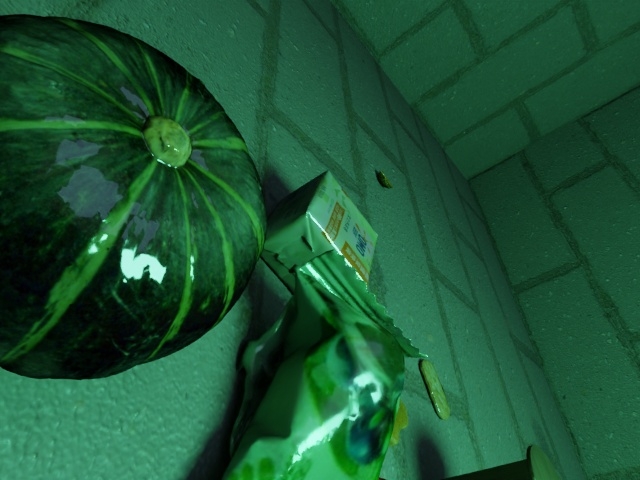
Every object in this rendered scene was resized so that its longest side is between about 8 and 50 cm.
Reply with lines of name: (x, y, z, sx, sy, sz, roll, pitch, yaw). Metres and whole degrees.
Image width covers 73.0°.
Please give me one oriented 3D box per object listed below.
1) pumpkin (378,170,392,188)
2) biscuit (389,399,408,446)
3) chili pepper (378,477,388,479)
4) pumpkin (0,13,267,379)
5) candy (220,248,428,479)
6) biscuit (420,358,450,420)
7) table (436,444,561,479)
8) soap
pumpkin: (0.218, -0.205, 1.486, 0.050, 0.028, 0.083, 37, 26, -40)
biscuit: (0.089, 0.263, 0.813, 0.226, 0.036, 0.166, 61, 27, 8)
chili pepper: (0.072, 0.384, 0.675, 0.178, 0.027, 0.045, 37, 36, -33)
pumpkin: (-0.201, -0.037, 0.393, 0.323, 0.241, 0.323, 39, 32, -31)
candy: (0.004, 0.247, 0.559, 0.263, 0.172, 0.398, 42, 45, -24)
biscuit: (0.280, 0.361, 1.054, 0.071, 0.018, 0.147, 12, 55, -52)
table: (0.299, 0.473, 0.752, 0.167, 0.226, 0.167, 40, 33, -32)
soap: (0.000, 0.000, 0.806, 0.182, 0.138, 0.199, 52, 28, -17)
